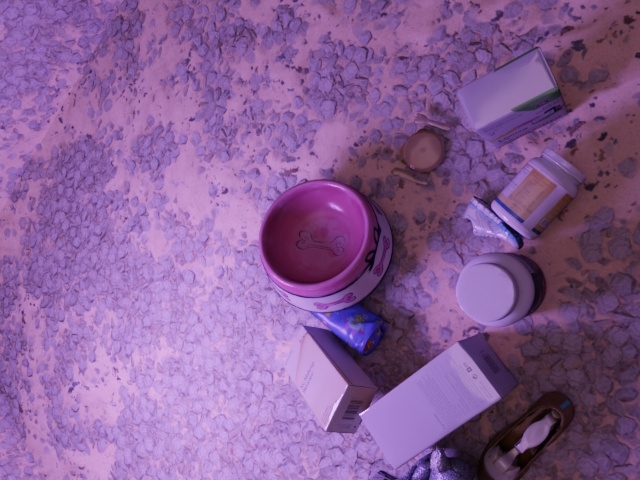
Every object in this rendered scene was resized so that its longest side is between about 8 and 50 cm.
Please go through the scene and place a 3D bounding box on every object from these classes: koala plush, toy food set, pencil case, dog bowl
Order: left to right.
[{"bbox_3d":[0.000,0.000,1.608,0.408,0.150,0.408,-6,68,16],"label":"dog bowl"},{"bbox_3d":[0.061,0.211,1.658,0.306,0.119,0.133,38,80,26],"label":"pencil case"},{"bbox_3d":[0.298,-0.260,1.595,0.132,0.038,0.192,25,95,21],"label":"toy food set"},{"bbox_3d":[0.318,0.618,1.399,0.196,0.203,0.221,38,144,16],"label":"koala plush"}]

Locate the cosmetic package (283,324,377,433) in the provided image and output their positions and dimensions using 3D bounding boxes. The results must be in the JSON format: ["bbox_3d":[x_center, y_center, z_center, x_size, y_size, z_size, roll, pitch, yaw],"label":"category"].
[{"bbox_3d":[0.020,0.397,1.599,0.309,0.113,0.160,40,110,54],"label":"cosmetic package"}]

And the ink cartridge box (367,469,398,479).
[{"bbox_3d":[0.235,0.728,1.544,0.207,0.097,0.046,18,96,30],"label":"ink cartridge box"}]

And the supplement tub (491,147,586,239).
[{"bbox_3d":[0.547,-0.117,1.378,0.144,0.144,0.199,47,109,23],"label":"supplement tub"}]

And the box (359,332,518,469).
[{"bbox_3d":[0.312,0.418,1.448,0.345,0.215,0.168,-43,68,21],"label":"box"}]

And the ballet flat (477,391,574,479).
[{"bbox_3d":[0.504,0.522,1.384,0.116,0.124,0.342,47,110,24],"label":"ballet flat"}]

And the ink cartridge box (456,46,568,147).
[{"bbox_3d":[0.481,-0.340,1.352,0.201,0.278,0.117,-26,79,26],"label":"ink cartridge box"}]

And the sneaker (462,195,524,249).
[{"bbox_3d":[0.460,-0.031,1.475,0.190,0.071,0.083,49,117,31],"label":"sneaker"}]

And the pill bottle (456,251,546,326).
[{"bbox_3d":[0.436,0.116,1.330,0.176,0.318,0.176,-1,88,30],"label":"pill bottle"}]
